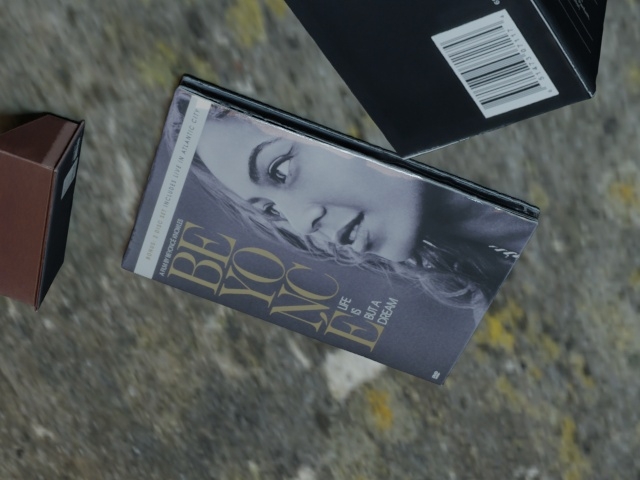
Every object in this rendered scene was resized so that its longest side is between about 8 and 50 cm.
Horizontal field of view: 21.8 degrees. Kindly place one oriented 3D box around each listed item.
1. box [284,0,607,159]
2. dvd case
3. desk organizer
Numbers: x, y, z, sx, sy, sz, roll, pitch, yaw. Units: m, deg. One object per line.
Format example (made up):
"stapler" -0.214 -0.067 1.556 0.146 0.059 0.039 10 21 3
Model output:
"box" 0.022 -0.194 0.684 0.103 0.184 0.261 -16 127 33
"dvd case" 0.000 0.000 1.003 0.221 0.018 0.164 21 136 -3
"desk organizer" -0.183 -0.021 1.019 0.050 0.047 0.130 19 136 1
